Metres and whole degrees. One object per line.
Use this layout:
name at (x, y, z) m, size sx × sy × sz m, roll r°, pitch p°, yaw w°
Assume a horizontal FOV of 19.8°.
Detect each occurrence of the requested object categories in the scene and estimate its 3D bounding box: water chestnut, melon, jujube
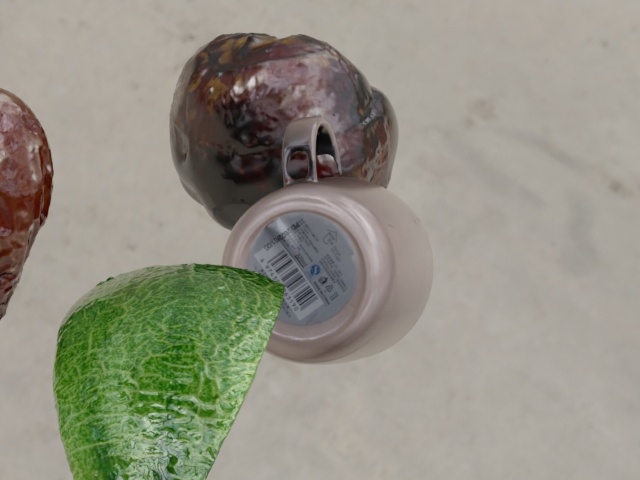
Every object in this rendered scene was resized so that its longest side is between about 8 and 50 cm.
water chestnut at (-0.049, -0.106, 2.104) m, size 0.289 × 0.289 × 0.244 m, roll 24°, pitch 70°, yaw -9°
melon at (-0.128, 0.130, 1.511) m, size 0.196 × 0.124 × 0.323 m, roll -7°, pitch 26°, yaw 4°
jujube at (-0.330, -0.028, 1.684) m, size 0.168 × 0.236 × 0.168 m, roll 6°, pitch 13°, yaw -1°

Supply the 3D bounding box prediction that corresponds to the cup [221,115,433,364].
cup at (0.000, 0.000, 1.831) m, size 0.191 × 0.253 × 0.200 m, roll -7°, pitch -1°, yaw 13°
